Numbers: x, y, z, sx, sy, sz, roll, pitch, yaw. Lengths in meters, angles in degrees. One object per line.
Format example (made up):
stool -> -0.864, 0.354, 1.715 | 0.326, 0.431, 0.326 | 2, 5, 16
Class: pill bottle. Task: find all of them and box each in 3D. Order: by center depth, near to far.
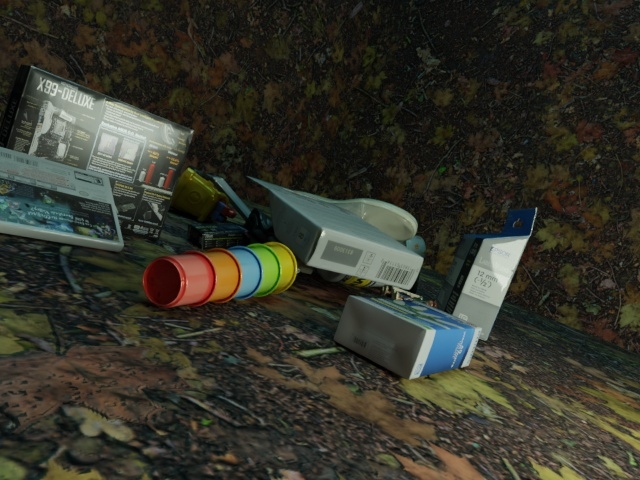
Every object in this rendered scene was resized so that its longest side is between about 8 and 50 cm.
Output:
pill bottle -> 0.098, 0.066, 1.310 | 0.208, 0.119, 0.119 | 14, 7, -44

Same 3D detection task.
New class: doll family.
doll family -> 0.186, 0.145, 1.046 | 0.111, 0.076, 0.193 | 14, 2, -9

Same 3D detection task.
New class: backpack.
backpack -> 0.243, 0.062, 1.516 | 0.144, 0.188, 0.166 | 19, 5, -19

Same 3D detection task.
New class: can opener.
can opener -> -0.125, 0.016, 1.142 | 0.074, 0.093, 0.280 | 4, 12, -27

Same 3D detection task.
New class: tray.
tray -> -0.309, -0.140, 1.763 | 0.270, 0.030, 0.145 | 52, -12, -24

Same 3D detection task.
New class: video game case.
video game case -> -0.422, -0.065, 0.768 | 0.190, 0.022, 0.173 | 15, 37, -46

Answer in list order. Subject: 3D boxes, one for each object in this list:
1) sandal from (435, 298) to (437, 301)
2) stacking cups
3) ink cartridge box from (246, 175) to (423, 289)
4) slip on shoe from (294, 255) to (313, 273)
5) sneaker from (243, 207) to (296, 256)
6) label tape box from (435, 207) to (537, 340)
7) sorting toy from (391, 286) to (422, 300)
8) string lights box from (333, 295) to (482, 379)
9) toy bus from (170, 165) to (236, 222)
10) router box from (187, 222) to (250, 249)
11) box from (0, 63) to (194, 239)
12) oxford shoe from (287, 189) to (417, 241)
sandal -> 0.437, 0.187, 1.565 | 0.102, 0.076, 0.265 | 21, 5, 21
stacking cups -> -0.132, 0.046, 0.723 | 0.096, 0.096, 0.316 | 21, 5, 17
ink cartridge box -> 0.011, -0.026, 1.149 | 0.308, 0.091, 0.385 | 15, 13, -37
slip on shoe -> -0.065, 0.056, 1.218 | 0.135, 0.041, 0.051 | 15, 7, -46
sneaker -> -0.133, -0.001, 1.360 | 0.130, 0.109, 0.286 | 24, 10, -36
label tape box -> 0.430, 0.063, 1.288 | 0.115, 0.348, 0.249 | 20, 4, 4
sorting toy -> 0.217, 0.158, 1.233 | 0.083, 0.045, 0.075 | 20, 12, 1
string lights box -> 0.151, 0.151, 0.779 | 0.133, 0.077, 0.259 | 21, 4, 35
toy bus -> -0.372, -0.128, 1.591 | 0.211, 0.149, 0.220 | 33, 2, -1
router box -> -0.238, -0.012, 1.135 | 0.122, 0.038, 0.092 | -4, 17, -36
box -> -0.420, -0.148, 0.903 | 0.307, 0.242, 0.076 | 14, 7, -45
oxford shoe -> 0.058, -0.045, 1.433 | 0.449, 0.130, 0.169 | 9, -42, 12
